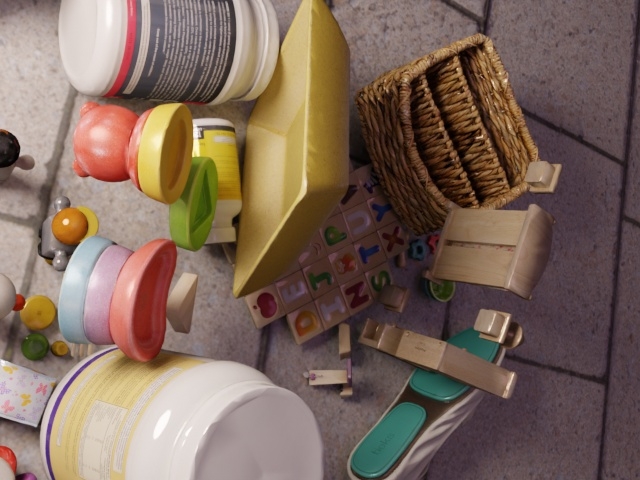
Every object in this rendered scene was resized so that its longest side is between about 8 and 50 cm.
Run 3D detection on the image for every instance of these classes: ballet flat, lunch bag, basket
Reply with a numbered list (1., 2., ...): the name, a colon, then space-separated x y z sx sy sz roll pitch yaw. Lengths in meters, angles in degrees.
1. ballet flat: 0.200 0.317 1.467 0.400 0.139 0.139 -42 110 -27
2. lunch bag: -0.403 0.198 1.067 0.083 0.053 0.071 31 69 -41
3. basket: 0.224 -0.179 1.431 0.213 0.223 0.299 -40 110 -52

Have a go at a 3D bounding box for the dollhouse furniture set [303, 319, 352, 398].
1. dollhouse furniture set: 0.013 0.203 1.399 0.081 0.091 0.114 -2 57 3

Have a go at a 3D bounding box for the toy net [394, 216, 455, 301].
1. toy net: 0.184 0.005 1.521 0.232 0.045 0.122 51 60 -21

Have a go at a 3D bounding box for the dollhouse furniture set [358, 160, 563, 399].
1. dollhouse furniture set: 0.267 0.060 1.365 0.173 0.303 0.356 27 80 -32

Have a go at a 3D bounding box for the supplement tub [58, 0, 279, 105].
1. supplement tub: -0.216 -0.294 1.167 0.272 0.191 0.191 -2 86 -36

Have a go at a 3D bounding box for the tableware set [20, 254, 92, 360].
1. tableware set: -0.364 0.088 1.127 0.104 0.024 0.154 4 84 -33

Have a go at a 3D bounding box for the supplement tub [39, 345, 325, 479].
1. supplement tub: -0.180 0.264 1.034 0.241 0.331 0.241 -1 91 -43

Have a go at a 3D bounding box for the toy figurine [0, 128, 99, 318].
1. toy figurine: -0.412 -0.018 1.009 0.209 0.148 0.213 -44 102 -31

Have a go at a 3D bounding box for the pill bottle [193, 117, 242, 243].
1. pill bottle: -0.173 -0.086 1.233 0.103 0.103 0.184 -5 88 -36

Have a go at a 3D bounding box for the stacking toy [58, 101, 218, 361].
1. stacking toy: -0.240 -0.010 1.041 0.130 0.279 0.309 10 84 7

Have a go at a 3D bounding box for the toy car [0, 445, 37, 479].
1. toy car: -0.411 0.328 1.009 0.182 0.159 0.136 58 21 -17

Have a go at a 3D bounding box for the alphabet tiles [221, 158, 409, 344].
1. alphabet tiles: 0.000 0.000 1.376 0.342 0.011 0.285 -26 101 -30

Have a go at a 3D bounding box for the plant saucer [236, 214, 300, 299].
1. plant saucer: -0.075 0.010 1.349 0.067 0.018 0.192 -38 108 -32

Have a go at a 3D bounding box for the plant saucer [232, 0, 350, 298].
1. plant saucer: -0.036 -0.120 1.149 0.080 0.333 0.333 10 61 -17
